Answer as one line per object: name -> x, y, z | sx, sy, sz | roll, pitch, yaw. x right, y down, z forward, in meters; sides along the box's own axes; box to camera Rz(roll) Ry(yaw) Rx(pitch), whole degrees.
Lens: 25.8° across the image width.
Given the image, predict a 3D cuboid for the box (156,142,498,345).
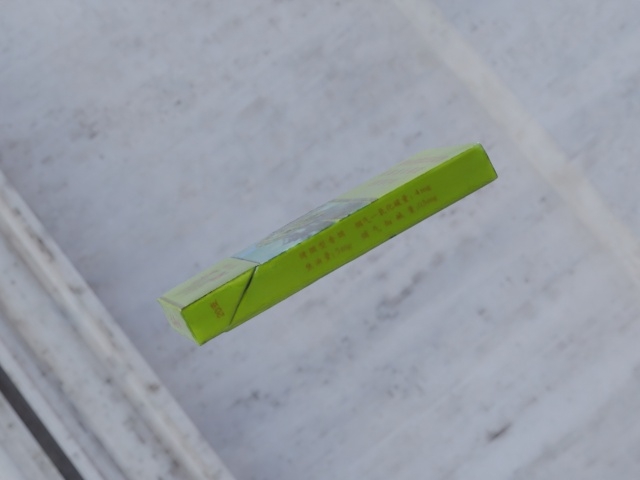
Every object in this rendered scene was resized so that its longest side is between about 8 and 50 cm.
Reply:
box -> 0.000, 0.000, 1.402 | 0.335, 0.047, 0.187 | -30, 8, -11
